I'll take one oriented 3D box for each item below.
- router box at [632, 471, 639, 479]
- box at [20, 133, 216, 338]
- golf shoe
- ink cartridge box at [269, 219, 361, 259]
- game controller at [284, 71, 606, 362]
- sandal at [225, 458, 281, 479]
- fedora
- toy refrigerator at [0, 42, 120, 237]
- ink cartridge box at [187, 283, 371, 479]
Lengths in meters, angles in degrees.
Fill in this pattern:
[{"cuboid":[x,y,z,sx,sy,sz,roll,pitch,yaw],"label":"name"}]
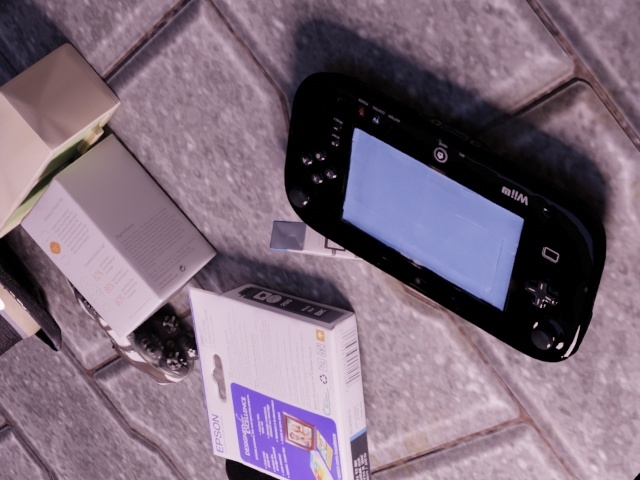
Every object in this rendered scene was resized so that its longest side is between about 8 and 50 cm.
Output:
[{"cuboid":[0.294,0.308,1.352,0.081,0.309,0.243,2,125,49],"label":"router box"},{"cuboid":[-0.215,-0.003,1.829,0.170,0.091,0.130,49,147,0],"label":"box"},{"cuboid":[-0.225,0.090,1.946,0.198,0.077,0.094,47,147,6],"label":"golf shoe"},{"cuboid":[0.000,0.000,1.617,0.048,0.083,0.028,5,87,47],"label":"ink cartridge box"},{"cuboid":[0.100,-0.024,1.469,0.319,0.067,0.166,30,142,26],"label":"game controller"},{"cuboid":[-0.035,0.288,1.935,0.179,0.067,0.040,31,154,21],"label":"sandal"},{"cuboid":[-0.469,0.057,2.043,0.334,0.152,0.334,41,168,10],"label":"fedora"},{"cuboid":[-0.313,-0.093,1.844,0.094,0.102,0.269,49,146,1],"label":"toy refrigerator"},{"cuboid":[-0.041,0.152,1.789,0.208,0.045,0.206,14,120,40],"label":"ink cartridge box"}]
